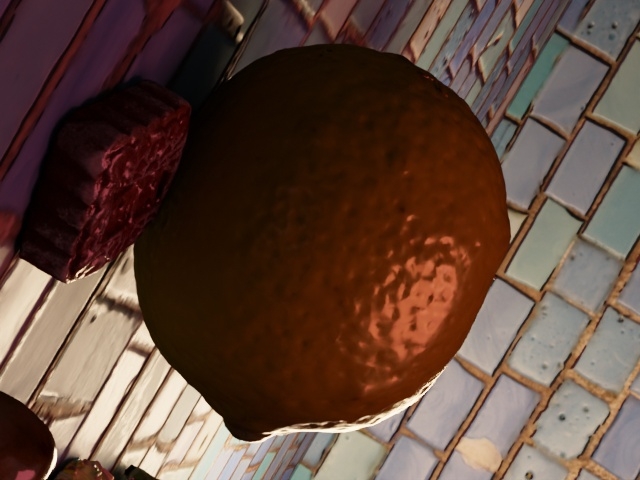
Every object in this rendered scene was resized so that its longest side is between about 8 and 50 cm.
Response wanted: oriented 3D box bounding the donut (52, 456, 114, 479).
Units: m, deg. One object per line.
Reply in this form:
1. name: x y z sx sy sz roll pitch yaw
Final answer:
1. donut: -0.245 0.280 1.555 0.108 0.065 0.166 -58 169 -11

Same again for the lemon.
1. lemon: 0.001 -0.002 1.287 0.336 0.336 0.336 -56 169 -17

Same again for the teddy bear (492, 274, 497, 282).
1. teddy bear: 0.027 0.112 1.991 0.357 0.224 0.367 -35 159 -33

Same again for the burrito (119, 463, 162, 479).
1. burrito: -0.247 0.376 1.762 0.229 0.089 0.144 -60 167 -10

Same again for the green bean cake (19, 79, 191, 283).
1. green bean cake: -0.156 -0.043 1.127 0.135 0.056 0.135 -44 161 -59

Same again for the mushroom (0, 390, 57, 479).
1. mushroom: -0.295 0.265 1.128 0.350 0.128 0.128 -66 168 20
